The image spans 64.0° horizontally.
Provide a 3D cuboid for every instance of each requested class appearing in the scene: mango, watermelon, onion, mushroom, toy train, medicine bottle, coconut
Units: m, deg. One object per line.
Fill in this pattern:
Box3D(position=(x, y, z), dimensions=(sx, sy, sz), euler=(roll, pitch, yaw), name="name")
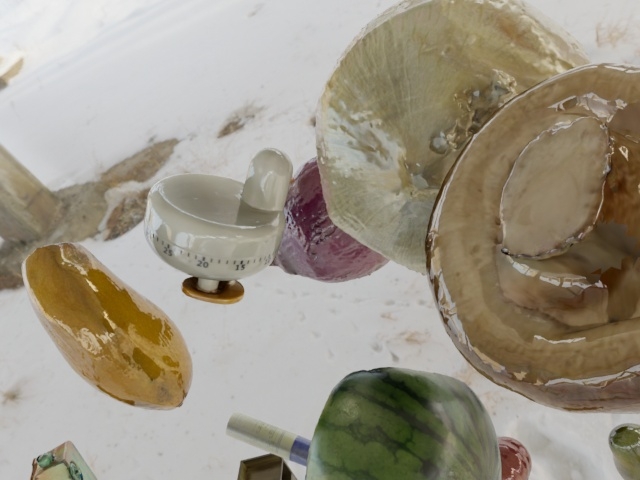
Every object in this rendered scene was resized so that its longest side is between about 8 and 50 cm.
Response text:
Box3D(position=(-0.333, 0.151, 0.828), dimensions=(0.144, 0.359, 0.187), euler=(-33, 33, 0), name="mango")
Box3D(position=(0.145, 0.344, 0.732), dimensions=(0.331, 0.331, 0.189), euler=(-52, 23, -22), name="watermelon")
Box3D(position=(0.000, 0.000, 1.028), dimensions=(0.348, 0.267, 0.159), euler=(-36, 24, 19), name="onion")
Box3D(position=(0.767, 0.520, 1.230), dimensions=(0.133, 0.267, 0.111), euler=(-49, 34, 5), name="mango")
Box3D(position=(0.199, -0.017, 0.355), dimensions=(0.278, 0.146, 0.278), euler=(-28, 48, 35), name="mushroom")
Box3D(position=(-0.457, 0.456, 0.942), dimensions=(0.072, 0.188, 0.099), euler=(-27, 17, -13), name="toy train")
Box3D(position=(-0.106, 0.463, 1.188), dimensions=(0.230, 0.059, 0.059), euler=(15, 55, 17), name="medicine bottle")
Box3D(position=(0.176, -0.139, 0.699), dimensions=(0.404, 0.405, 0.405), euler=(-19, 41, 17), name="coconut")

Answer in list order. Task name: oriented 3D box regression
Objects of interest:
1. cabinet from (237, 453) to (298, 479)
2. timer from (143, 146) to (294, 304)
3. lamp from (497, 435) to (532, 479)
Box3D(position=(-0.157, 0.827, 1.643), dimensions=(0.148, 0.215, 0.175), euler=(-18, 30, 13), name="cabinet")
Box3D(position=(-0.166, -0.048, 0.851), dimensions=(0.233, 0.240, 0.233), euler=(15, 25, -7), name="timer")
Box3D(position=(0.438, 0.568, 1.284), dimensions=(0.182, 0.182, 0.140), euler=(-41, 68, -10), name="lamp")
